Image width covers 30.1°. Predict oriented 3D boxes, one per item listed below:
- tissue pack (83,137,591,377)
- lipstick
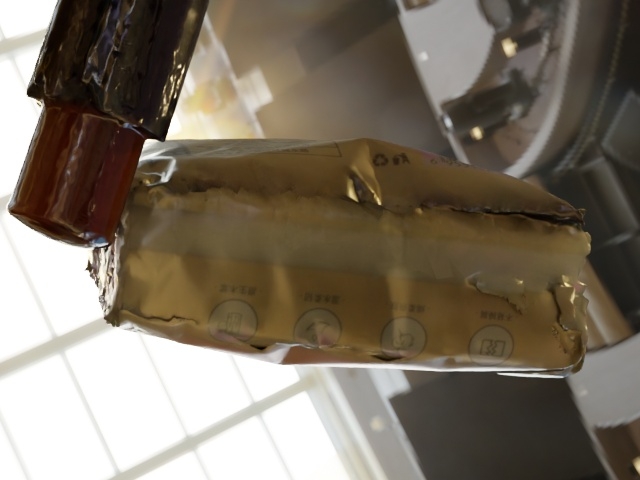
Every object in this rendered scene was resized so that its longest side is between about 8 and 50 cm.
[{"bbox_3d":[0.000,0.000,0.687,0.215,0.257,0.122,-156,-106,-76],"label":"tissue pack"},{"bbox_3d":[-0.073,-0.142,0.534,0.081,0.081,0.299,-179,-73,-71],"label":"lipstick"}]
